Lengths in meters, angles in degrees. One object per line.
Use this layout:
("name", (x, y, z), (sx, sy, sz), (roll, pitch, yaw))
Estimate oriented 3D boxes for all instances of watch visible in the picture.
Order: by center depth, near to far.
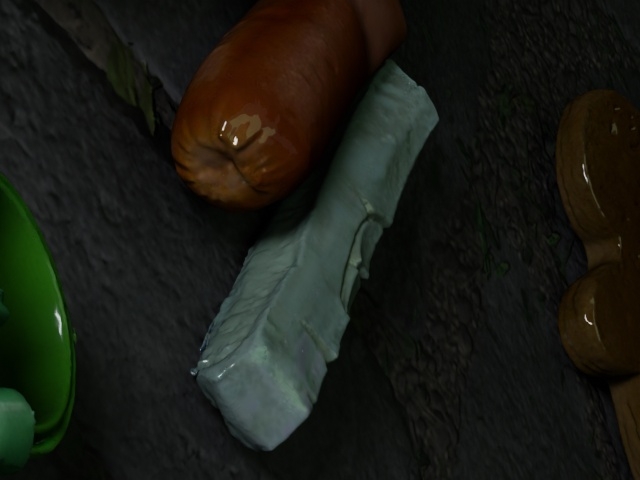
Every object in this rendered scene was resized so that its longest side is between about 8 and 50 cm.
("watch", (-0.167, 0.051, 0.721), (0.152, 0.131, 0.165), (34, 39, -73))

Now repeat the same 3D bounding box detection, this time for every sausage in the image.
("sausage", (-0.016, -0.111, 1.076), (0.089, 0.083, 0.300), (56, 30, -14))

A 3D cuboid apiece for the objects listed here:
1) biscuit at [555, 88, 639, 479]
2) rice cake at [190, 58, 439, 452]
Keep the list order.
("biscuit", (0.286, 0.081, 1.498), (0.283, 0.064, 0.432), (-18, 89, -52))
("rice cake", (0.000, 0.000, 1.064), (0.066, 0.063, 0.336), (50, 37, -20))
